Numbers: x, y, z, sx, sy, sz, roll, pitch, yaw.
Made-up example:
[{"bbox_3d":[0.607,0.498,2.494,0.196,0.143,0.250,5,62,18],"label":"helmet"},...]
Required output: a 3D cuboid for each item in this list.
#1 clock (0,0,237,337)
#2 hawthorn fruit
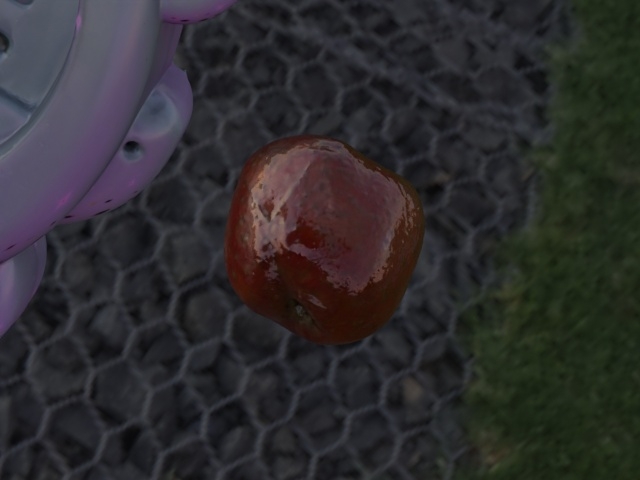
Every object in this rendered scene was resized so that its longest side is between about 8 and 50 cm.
[{"bbox_3d":[-0.151,-0.094,0.677,0.227,0.248,0.090,31,22,-2],"label":"clock"},{"bbox_3d":[0.000,0.000,1.085,0.128,0.128,0.128,12,56,-19],"label":"hawthorn fruit"}]
